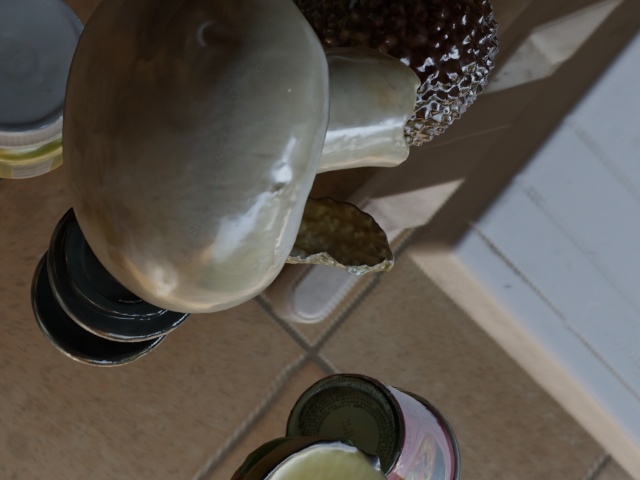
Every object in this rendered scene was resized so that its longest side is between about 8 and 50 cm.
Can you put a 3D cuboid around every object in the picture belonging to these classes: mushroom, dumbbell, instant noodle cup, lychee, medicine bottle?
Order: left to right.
[{"bbox_3d":[-0.407,-0.207,1.590,0.224,0.384,0.224,1,88,-13],"label":"medicine bottle"},{"bbox_3d":[-0.249,0.048,1.465,0.192,0.290,0.192,7,70,-19],"label":"dumbbell"},{"bbox_3d":[-0.057,-0.081,0.985,0.290,0.292,0.293,1,88,-32],"label":"mushroom"},{"bbox_3d":[0.060,0.291,1.665,0.243,0.255,0.244,-5,70,14],"label":"instant noodle cup"},{"bbox_3d":[0.078,-0.247,1.505,0.267,0.267,0.268,1,88,-20],"label":"lychee"}]

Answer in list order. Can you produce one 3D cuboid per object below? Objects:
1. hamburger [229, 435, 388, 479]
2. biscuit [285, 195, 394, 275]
[{"bbox_3d":[-0.024,0.340,1.429,0.237,0.149,0.237,3,84,-28],"label":"hamburger"},{"bbox_3d":[0.000,0.000,1.504,0.183,0.061,0.118,6,48,-10],"label":"biscuit"}]
